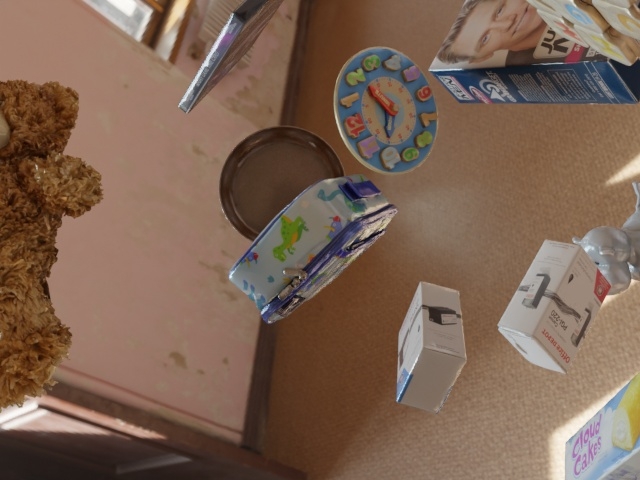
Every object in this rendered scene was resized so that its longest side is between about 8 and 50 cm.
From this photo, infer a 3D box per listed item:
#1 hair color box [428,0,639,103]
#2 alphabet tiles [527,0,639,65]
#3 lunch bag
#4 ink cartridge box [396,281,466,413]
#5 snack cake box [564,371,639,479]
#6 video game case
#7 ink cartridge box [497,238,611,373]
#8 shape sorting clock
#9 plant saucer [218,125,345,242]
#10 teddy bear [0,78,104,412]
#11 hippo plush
[{"bbox_3d":[0.352,-0.315,0.970,0.347,0.105,0.174,19,78,56],"label":"hair color box"},{"bbox_3d":[0.205,-0.274,0.609,0.021,0.284,0.278,-51,34,16],"label":"alphabet tiles"},{"bbox_3d":[0.000,0.000,0.736,0.176,0.090,0.219,-46,-7,18],"label":"lunch bag"},{"bbox_3d":[0.314,0.301,1.775,0.307,0.129,0.223,-76,2,-58],"label":"ink cartridge box"},{"bbox_3d":[0.391,0.235,0.672,0.264,0.152,0.089,98,-171,-50],"label":"snack cake box"},{"bbox_3d":[-0.116,-0.316,0.933,0.196,0.026,0.274,-56,15,-28],"label":"video game case"},{"bbox_3d":[0.473,0.133,1.237,0.218,0.158,0.092,-56,32,-12],"label":"ink cartridge box"},{"bbox_3d":[0.110,-0.207,0.980,0.040,0.206,0.206,-2,61,62],"label":"shape sorting clock"},{"bbox_3d":[-0.093,-0.129,1.512,0.310,0.310,0.050,-62,-4,-8],"label":"plant saucer"},{"bbox_3d":[-0.312,-0.006,0.575,0.245,0.113,0.338,3,80,37],"label":"teddy bear"},{"bbox_3d":[0.783,0.027,1.519,0.234,0.236,0.294,-151,50,-69],"label":"hippo plush"}]
